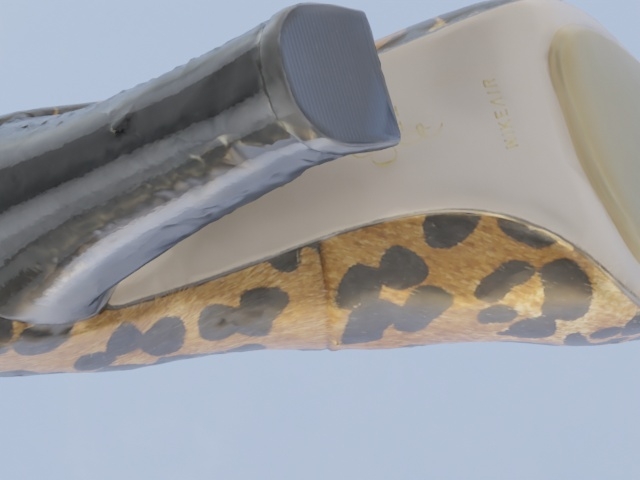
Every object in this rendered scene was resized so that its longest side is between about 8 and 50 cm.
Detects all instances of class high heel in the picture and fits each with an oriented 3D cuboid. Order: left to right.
[{"bbox_3d":[0.000,0.000,0.582,0.186,0.261,0.093,-22,-111,35],"label":"high heel"}]
